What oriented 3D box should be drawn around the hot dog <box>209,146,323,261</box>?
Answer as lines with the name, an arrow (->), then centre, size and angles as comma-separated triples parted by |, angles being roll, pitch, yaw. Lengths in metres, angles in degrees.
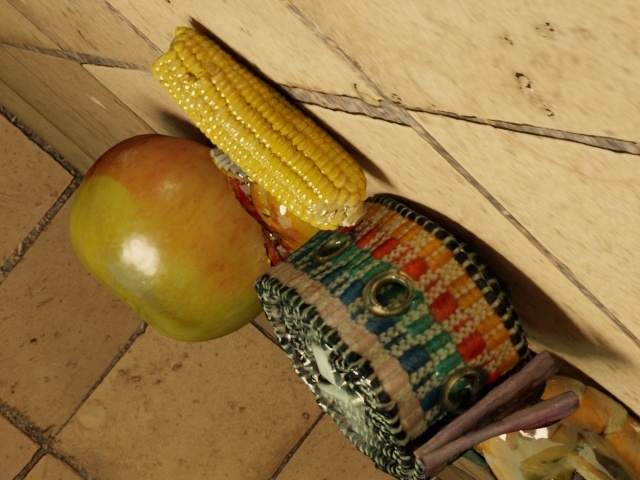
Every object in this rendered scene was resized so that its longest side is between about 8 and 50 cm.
hot dog -> 0.000, 0.000, 1.496 | 0.163, 0.082, 0.270 | 28, 166, 50

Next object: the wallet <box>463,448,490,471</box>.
wallet -> 0.112, 0.161, 1.975 | 0.237, 0.075, 0.342 | 47, 174, -8

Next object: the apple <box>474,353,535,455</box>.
apple -> 0.179, 0.155, 1.485 | 0.114, 0.102, 0.099 | 34, -169, -35

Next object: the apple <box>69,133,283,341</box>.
apple -> -0.151, -0.004, 1.777 | 0.261, 0.194, 0.261 | 37, 172, 6

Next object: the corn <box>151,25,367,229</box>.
corn -> -0.045, -0.084, 1.257 | 0.206, 0.067, 0.067 | 41, 173, 2

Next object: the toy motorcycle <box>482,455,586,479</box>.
toy motorcycle -> 0.216, 0.202, 1.601 | 0.212, 0.118, 0.084 | 49, 164, 35

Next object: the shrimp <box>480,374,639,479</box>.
shrimp -> 0.244, 0.217, 1.401 | 0.254, 0.145, 0.059 | 39, -152, -3

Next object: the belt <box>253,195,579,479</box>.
belt -> 0.072, 0.072, 1.300 | 0.206, 0.160, 0.295 | 58, 168, -7
